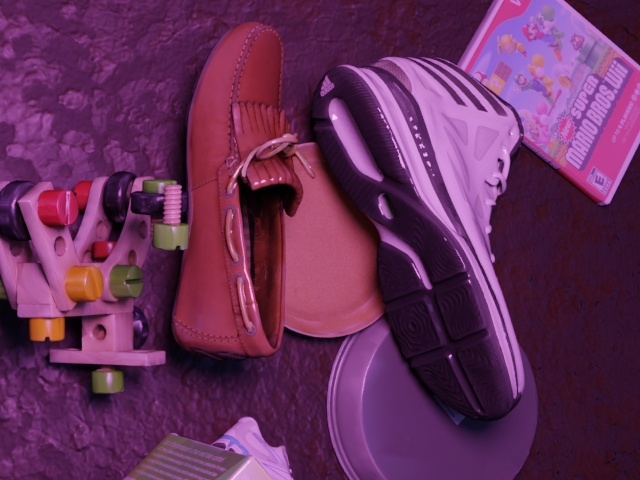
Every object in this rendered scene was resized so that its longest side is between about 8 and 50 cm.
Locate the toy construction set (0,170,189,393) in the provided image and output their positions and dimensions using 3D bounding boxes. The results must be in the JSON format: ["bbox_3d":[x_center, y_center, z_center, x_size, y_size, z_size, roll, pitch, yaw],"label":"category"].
[{"bbox_3d":[-0.287,0.050,1.250,0.309,0.257,0.237,1,96,-4],"label":"toy construction set"}]

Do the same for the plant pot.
[{"bbox_3d":[0.000,0.000,1.469,0.236,0.032,0.236,3,83,-25],"label":"plant pot"}]

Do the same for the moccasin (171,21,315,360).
[{"bbox_3d":[-0.074,-0.059,1.327,0.139,0.147,0.380,35,57,-55],"label":"moccasin"}]

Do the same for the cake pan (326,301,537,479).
[{"bbox_3d":[0.150,0.204,1.503,0.293,0.054,0.293,3,83,-24],"label":"cake pan"}]

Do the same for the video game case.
[{"bbox_3d":[0.326,-0.209,1.644,0.285,0.025,0.204,36,71,-17],"label":"video game case"}]

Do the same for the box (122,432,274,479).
[{"bbox_3d":[-0.208,0.336,1.227,0.322,0.232,0.058,-46,108,-21],"label":"box"}]

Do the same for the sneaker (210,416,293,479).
[{"bbox_3d":[-0.050,0.283,1.399,0.190,0.071,0.083,59,39,-18],"label":"sneaker"}]

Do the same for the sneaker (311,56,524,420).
[{"bbox_3d":[0.188,-0.027,1.450,0.257,0.169,0.447,-20,86,-36],"label":"sneaker"}]
